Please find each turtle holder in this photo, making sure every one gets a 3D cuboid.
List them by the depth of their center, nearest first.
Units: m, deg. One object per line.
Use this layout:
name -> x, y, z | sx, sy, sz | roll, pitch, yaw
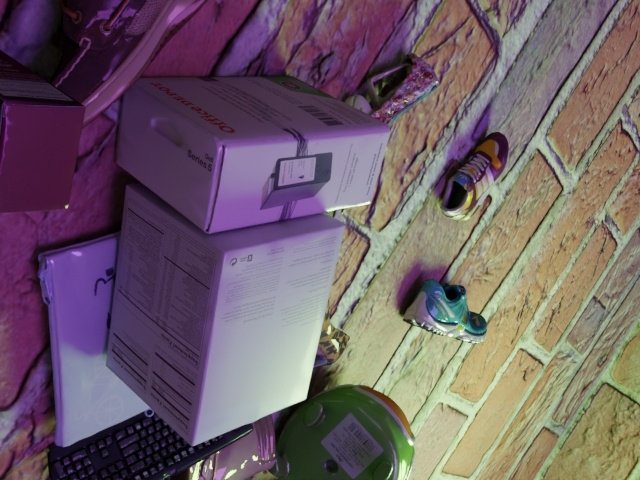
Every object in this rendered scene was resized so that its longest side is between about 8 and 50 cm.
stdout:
turtle holder -> 0.048, 0.418, 1.546 | 0.227, 0.243, 0.321 | -16, 120, -64

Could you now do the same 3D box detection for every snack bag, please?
snack bag -> -0.230, 0.107, 1.161 | 0.342, 0.037, 0.323 | -22, 131, -39

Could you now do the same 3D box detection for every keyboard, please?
keyboard -> -0.230, 0.333, 1.234 | 0.317, 0.033, 0.202 | -22, 90, -38

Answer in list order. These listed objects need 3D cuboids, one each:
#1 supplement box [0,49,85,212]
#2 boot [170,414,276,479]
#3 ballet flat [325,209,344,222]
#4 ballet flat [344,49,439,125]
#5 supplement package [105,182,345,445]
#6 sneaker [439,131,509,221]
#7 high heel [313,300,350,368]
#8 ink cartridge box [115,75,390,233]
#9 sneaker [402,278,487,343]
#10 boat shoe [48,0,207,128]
supplement box -> -0.308, -0.110, 0.779 | 0.080, 0.188, 0.104 | -6, 121, -47
boot -> -0.176, 0.412, 1.398 | 0.203, 0.095, 0.262 | -7, 111, -46
ballet flat -> 0.000, 0.000, 1.332 | 0.057, 0.052, 0.168 | -10, 124, -45
ballet flat -> 0.082, -0.204, 1.270 | 0.241, 0.091, 0.077 | -44, 112, -24
supplement package -> -0.127, 0.073, 1.059 | 0.199, 0.198, 0.263 | -13, 124, -45
sneaker -> 0.289, -0.122, 1.562 | 0.084, 0.069, 0.186 | 14, 104, -58
high heel -> 0.005, 0.110, 1.395 | 0.186, 0.093, 0.261 | -19, 135, -46
ink cartridge box -> -0.082, -0.117, 1.026 | 0.272, 0.198, 0.115 | -12, 126, -44
sneaker -> 0.278, 0.146, 1.727 | 0.275, 0.107, 0.110 | 20, 91, -54
boat shoe -> -0.219, -0.240, 0.872 | 0.342, 0.123, 0.123 | -48, 113, -4
